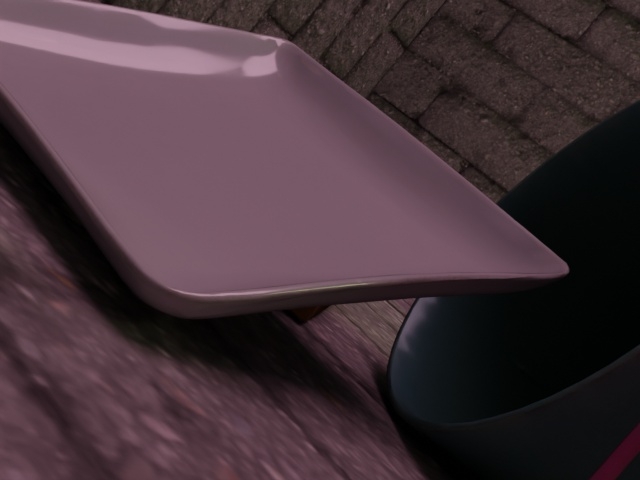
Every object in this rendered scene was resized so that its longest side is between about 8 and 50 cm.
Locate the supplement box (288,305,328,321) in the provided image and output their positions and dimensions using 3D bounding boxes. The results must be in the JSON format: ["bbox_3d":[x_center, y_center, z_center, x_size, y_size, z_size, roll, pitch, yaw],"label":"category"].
[{"bbox_3d":[0.000,0.000,0.707,0.080,0.078,0.233,40,4,2],"label":"supplement box"}]

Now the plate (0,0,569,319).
[{"bbox_3d":[-0.045,-0.045,0.509,0.277,0.045,0.278,0,35,-46],"label":"plate"}]

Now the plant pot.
[{"bbox_3d":[0.225,0.079,0.579,0.235,0.293,0.293,47,3,-12],"label":"plant pot"}]

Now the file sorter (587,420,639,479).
[{"bbox_3d":[0.184,0.138,0.213,0.291,0.182,0.202,41,5,17],"label":"file sorter"}]
